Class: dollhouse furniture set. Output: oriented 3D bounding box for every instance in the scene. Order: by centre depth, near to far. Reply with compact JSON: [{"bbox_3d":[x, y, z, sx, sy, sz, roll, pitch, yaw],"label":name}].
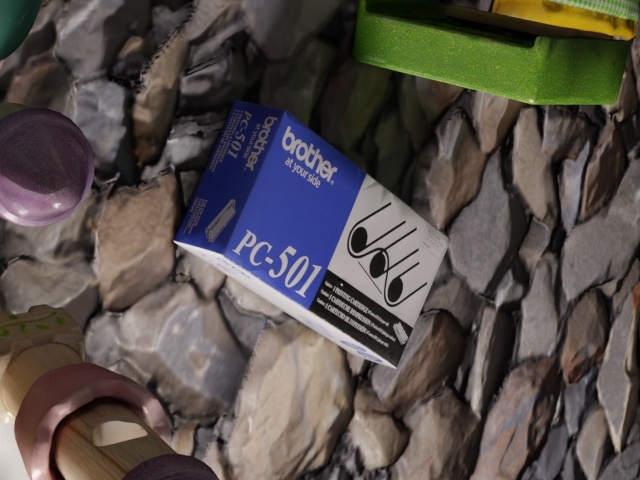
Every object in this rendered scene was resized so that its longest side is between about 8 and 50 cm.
[{"bbox_3d":[0.179,-0.200,1.199,0.302,0.151,0.197,-5,107,-49],"label":"dollhouse furniture set"}]

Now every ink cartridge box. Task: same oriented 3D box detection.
[{"bbox_3d":[0.000,0.000,1.139,0.207,0.046,0.097,34,75,-50],"label":"ink cartridge box"}]

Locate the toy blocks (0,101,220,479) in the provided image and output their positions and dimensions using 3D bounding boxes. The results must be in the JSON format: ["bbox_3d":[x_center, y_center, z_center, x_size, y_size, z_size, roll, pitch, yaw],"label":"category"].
[{"bbox_3d":[-0.184,0.092,0.722,0.289,0.260,0.308,-7,110,-24],"label":"toy blocks"}]

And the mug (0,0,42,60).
[{"bbox_3d":[-0.178,-0.127,0.815,0.158,0.129,0.097,12,97,-52],"label":"mug"}]

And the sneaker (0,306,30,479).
[{"bbox_3d":[-0.180,0.081,0.944,0.094,0.080,0.212,-42,138,-52],"label":"sneaker"}]
